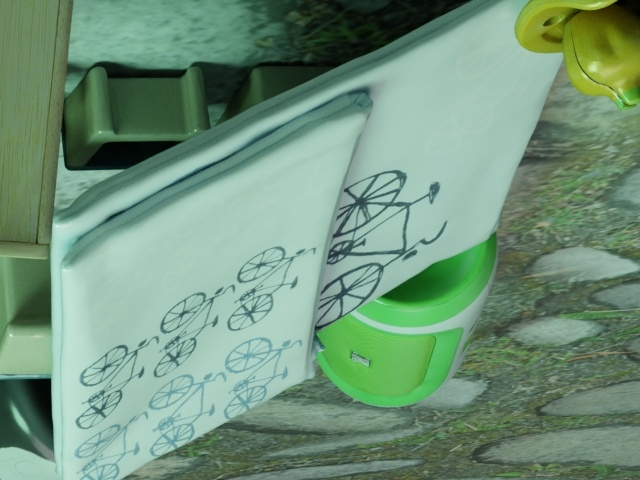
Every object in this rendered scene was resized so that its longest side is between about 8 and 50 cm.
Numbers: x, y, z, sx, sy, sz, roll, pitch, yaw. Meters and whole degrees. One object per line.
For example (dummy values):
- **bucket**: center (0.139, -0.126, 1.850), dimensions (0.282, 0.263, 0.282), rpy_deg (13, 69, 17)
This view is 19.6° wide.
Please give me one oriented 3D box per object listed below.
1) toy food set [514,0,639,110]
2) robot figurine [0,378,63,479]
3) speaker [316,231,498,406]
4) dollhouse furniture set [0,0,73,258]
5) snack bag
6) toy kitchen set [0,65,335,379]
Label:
- **toy food set**: center (0.206, -0.114, 0.929), dimensions (0.218, 0.071, 0.128), rpy_deg (-17, 164, -23)
- **robot figurine**: center (-0.239, 0.108, 1.388), dimensions (0.278, 0.174, 0.209), rpy_deg (-18, 143, 31)
- **speaker**: center (0.056, 0.037, 1.352), dimensions (0.131, 0.131, 0.296), rpy_deg (-7, 163, -3)
- **dollhouse furniture set**: center (-0.217, -0.085, 0.823), dimensions (0.212, 0.161, 0.242), rpy_deg (5, -178, -41)
- **snack bag**: center (0.000, 0.000, 1.027), dimensions (0.342, 0.037, 0.323), rpy_deg (-29, 158, -22)
- **toy kitchen set**: center (-0.095, -0.004, 1.081), dimensions (0.207, 0.166, 0.122), rpy_deg (-1, 162, -18)
